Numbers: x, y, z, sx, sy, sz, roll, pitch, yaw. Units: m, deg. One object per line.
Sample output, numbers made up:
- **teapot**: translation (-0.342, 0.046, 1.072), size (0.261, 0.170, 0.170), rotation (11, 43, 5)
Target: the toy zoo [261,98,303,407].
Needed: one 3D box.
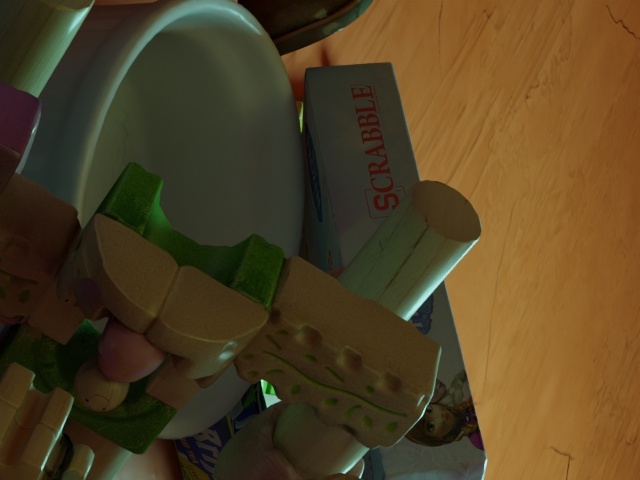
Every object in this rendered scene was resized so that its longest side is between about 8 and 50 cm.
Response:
- **toy zoo**: translation (0.000, 0.000, 1.569), size (0.192, 0.030, 0.293), rotation (15, 82, -63)

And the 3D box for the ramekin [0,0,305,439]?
- **ramekin**: translation (-0.131, -0.021, 1.194), size (0.277, 0.135, 0.277), rotation (-24, 118, -60)

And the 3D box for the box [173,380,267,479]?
- **box**: translation (-0.069, 0.170, 1.439), size (0.054, 0.059, 0.169), rotation (-52, 139, -48)

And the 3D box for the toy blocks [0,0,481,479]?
- **toy blocks**: translation (-0.120, 0.084, 0.872), size (0.260, 0.289, 0.309), rotation (-51, -166, 36)

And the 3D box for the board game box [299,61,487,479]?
- **board game box**: translation (0.037, 0.100, 1.293), size (0.318, 0.066, 0.318), rotation (94, -12, -53)

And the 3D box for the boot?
- **boot**: translation (-0.022, -0.225, 1.355), size (0.305, 0.112, 0.115), rotation (-84, 153, -60)
